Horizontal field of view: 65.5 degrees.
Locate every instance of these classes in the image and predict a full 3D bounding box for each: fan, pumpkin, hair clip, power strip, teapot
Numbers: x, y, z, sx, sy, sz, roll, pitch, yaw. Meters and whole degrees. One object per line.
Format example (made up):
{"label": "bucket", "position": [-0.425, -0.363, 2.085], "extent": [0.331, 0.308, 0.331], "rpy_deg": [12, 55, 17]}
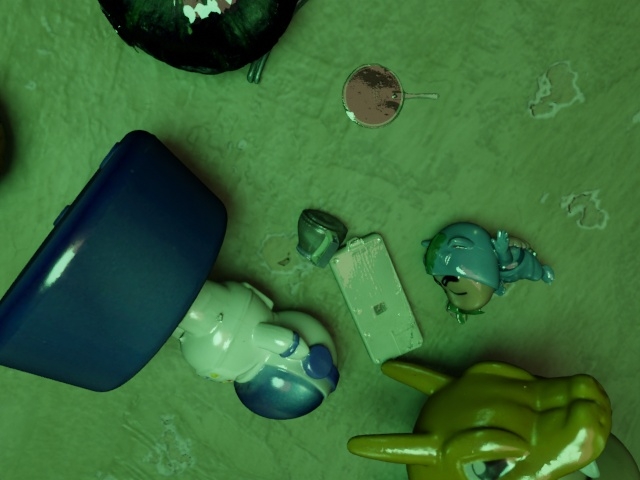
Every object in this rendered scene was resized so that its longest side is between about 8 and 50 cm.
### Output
{"label": "fan", "position": [0.094, -0.193, 0.667], "extent": [0.133, 0.005, 0.085], "rpy_deg": [-2, 98, -6]}
{"label": "pumpkin", "position": [-0.133, -0.300, 0.542], "extent": [0.232, 0.163, 0.233], "rpy_deg": [-1, 99, -3]}
{"label": "hair clip", "position": [-0.021, -0.294, 0.626], "extent": [0.070, 0.039, 0.229], "rpy_deg": [44, 96, -11]}
{"label": "power strip", "position": [0.078, 0.082, 0.691], "extent": [0.081, 0.035, 0.192], "rpy_deg": [-25, 101, -3]}
{"label": "teapot", "position": [0.000, 0.000, 0.646], "extent": [0.066, 0.088, 0.057], "rpy_deg": [15, 111, -24]}

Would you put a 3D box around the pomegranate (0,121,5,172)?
{"label": "pomegranate", "position": [-0.443, -0.111, 0.522], "extent": [0.191, 0.191, 0.192], "rpy_deg": [-1, 99, -7]}

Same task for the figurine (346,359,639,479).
{"label": "figurine", "position": [0.220, 0.343, 0.624], "extent": [0.400, 0.268, 0.387], "rpy_deg": [-25, 110, 1]}

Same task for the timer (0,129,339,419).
{"label": "timer", "position": [-0.132, 0.090, 0.578], "extent": [0.383, 0.270, 0.270], "rpy_deg": [37, 92, -24]}

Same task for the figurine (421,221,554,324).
{"label": "figurine", "position": [0.224, 0.050, 0.675], "extent": [0.178, 0.114, 0.145], "rpy_deg": [3, 100, -16]}
